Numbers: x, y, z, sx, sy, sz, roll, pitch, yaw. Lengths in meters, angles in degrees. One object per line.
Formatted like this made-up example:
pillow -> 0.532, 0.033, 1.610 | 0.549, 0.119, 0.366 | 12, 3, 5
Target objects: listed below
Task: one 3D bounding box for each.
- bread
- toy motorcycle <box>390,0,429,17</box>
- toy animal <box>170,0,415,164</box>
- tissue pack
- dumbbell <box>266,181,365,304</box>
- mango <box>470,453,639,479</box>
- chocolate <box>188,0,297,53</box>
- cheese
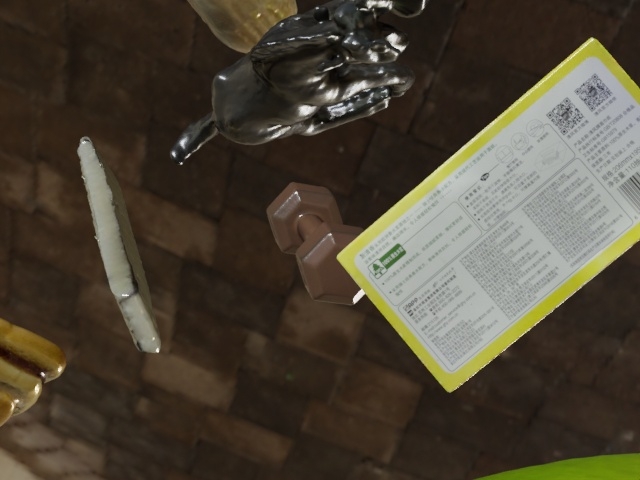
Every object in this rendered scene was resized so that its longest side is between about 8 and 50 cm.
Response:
bread -> -0.287, 0.112, 1.059 | 0.116, 0.077, 0.200 | 32, 146, -19
toy motorcycle -> 0.069, -0.334, 1.170 | 0.206, 0.142, 0.342 | 46, 159, 1
toy animal -> -0.015, -0.120, 0.920 | 0.233, 0.148, 0.084 | -22, 85, 49
tissue pack -> 0.107, -0.013, 0.717 | 0.176, 0.062, 0.095 | -41, 86, 10
dumbbell -> 0.000, 0.000, 1.538 | 0.082, 0.231, 0.092 | -19, 111, -7
mango -> 0.066, 0.158, 0.396 | 0.156, 0.343, 0.192 | 33, 118, 39
chocolate -> -0.145, -0.359, 1.789 | 0.134, 0.134, 0.309 | -5, 145, 34
cheese -> -0.229, -0.004, 1.521 | 0.034, 0.400, 0.085 | -22, 122, -3
